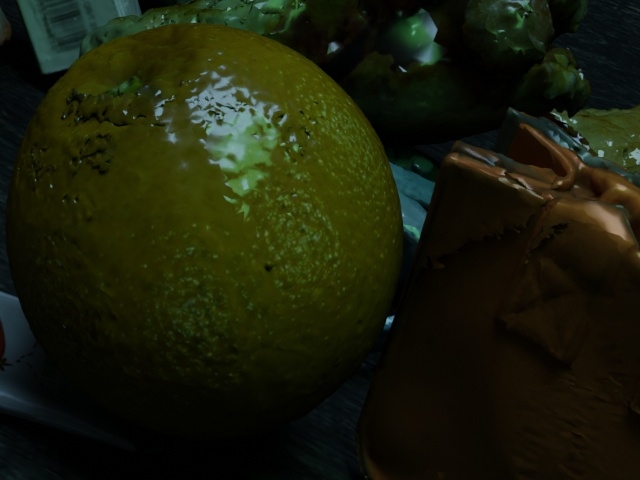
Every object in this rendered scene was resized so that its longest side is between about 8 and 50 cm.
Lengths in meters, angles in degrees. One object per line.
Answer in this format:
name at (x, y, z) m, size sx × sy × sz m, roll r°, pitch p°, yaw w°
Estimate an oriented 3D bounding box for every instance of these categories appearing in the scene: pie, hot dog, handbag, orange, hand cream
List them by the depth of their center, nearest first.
handbag at (0.224, 0.132, 0.960) m, size 0.410 × 0.303 × 0.116 m, roll 35°, pitch 39°, yaw 23°
orange at (-0.075, -0.006, 0.999) m, size 0.274 × 0.274 × 0.274 m, roll 14°, pitch 31°, yaw -9°
hand cream at (-0.257, 0.062, 1.043) m, size 0.336 × 0.076 × 0.121 m, roll 20°, pitch 32°, yaw -12°
pie at (0.024, -0.170, 1.330) m, size 0.418 × 0.180 × 0.395 m, roll -6°, pitch -3°, yaw 20°
hot dog at (0.302, -0.070, 1.511) m, size 0.259 × 0.114 × 0.175 m, roll -1°, pitch 32°, yaw -34°

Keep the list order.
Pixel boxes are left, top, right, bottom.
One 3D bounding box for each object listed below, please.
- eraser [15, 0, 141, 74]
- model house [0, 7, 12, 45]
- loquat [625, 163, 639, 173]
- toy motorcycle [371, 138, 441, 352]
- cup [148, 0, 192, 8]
eraser at (-0.268, -0.360, 1.379) m, size 0.098 × 0.404 × 0.096 m, roll -14°, pitch 15°, yaw 8°
model house at (-0.330, -0.215, 1.237) m, size 0.251 × 0.329 × 0.295 m, roll -17°, pitch 64°, yaw 14°
loquat at (0.291, 0.046, 1.223) m, size 0.244 × 0.244 × 0.244 m, roll 14°, pitch 31°, yaw -9°
toy motorcycle at (0.000, 0.000, 1.209) m, size 0.260 × 0.154 × 0.206 m, roll 4°, pitch 56°, yaw -16°
cup at (-0.152, -0.432, 1.582) m, size 0.310 × 0.401 × 0.392 m, roll -37°, pitch 58°, yaw -10°
